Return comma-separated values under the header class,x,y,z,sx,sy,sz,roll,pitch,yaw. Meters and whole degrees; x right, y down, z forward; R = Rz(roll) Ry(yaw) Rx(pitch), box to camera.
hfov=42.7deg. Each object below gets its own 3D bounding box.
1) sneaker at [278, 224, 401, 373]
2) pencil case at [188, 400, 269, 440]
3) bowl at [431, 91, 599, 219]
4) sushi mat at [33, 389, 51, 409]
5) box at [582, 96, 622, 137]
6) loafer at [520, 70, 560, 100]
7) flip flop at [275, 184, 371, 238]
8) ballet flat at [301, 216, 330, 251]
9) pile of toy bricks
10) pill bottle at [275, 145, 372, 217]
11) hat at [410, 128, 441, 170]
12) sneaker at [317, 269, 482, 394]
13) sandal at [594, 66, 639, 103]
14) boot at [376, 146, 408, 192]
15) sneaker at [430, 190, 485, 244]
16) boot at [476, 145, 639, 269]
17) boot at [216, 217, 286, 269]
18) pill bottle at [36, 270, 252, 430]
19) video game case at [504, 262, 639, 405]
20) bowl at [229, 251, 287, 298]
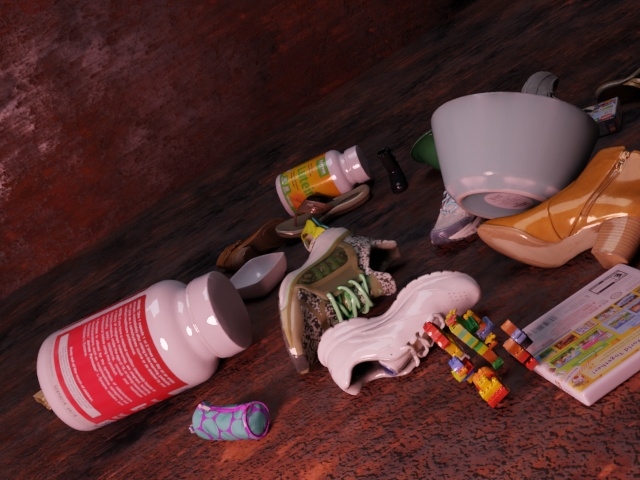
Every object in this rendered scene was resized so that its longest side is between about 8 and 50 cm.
class,x,y,z,sx,sy,sz,roll,pitch,yaw
sneaker,0.048,0.095,1.576,0.182,0.158,0.410,-6,32,26
pencil case,-0.158,0.312,1.421,0.152,0.070,0.064,-12,26,41
bowl,0.351,-0.137,1.531,0.312,0.312,0.163,-6,68,50
sushi mat,-0.588,0.318,2.111,0.317,0.019,0.151,-39,20,-24
box,0.561,-0.247,1.818,0.207,0.036,0.114,-18,23,31
loafer,0.494,-0.291,1.839,0.112,0.112,0.319,19,41,18
flip flop,0.002,-0.090,2.171,0.277,0.080,0.112,-26,23,3
ballet flat,0.000,0.000,1.990,0.077,0.077,0.231,-53,18,0
pile of toy bricks,0.220,0.143,1.194,0.118,0.105,0.212,-49,18,7
pill bottle,0.012,-0.168,2.269,0.246,0.136,0.136,-24,20,18
hat,0.331,-0.173,1.992,0.173,0.183,0.208,-22,-22,4
sneaker,0.143,0.160,1.354,0.297,0.111,0.129,-33,34,5
sandal,0.697,-0.338,1.807,0.180,0.072,0.049,-20,37,32
boot,0.184,-0.186,2.118,0.045,0.099,0.121,-26,19,16
sneaker,0.292,-0.096,1.702,0.110,0.122,0.283,-12,26,44
boot,0.427,-0.063,1.376,0.295,0.104,0.211,8,62,45
boot,-0.190,0.010,2.227,0.197,0.073,0.152,-40,17,-34
pill bottle,-0.358,0.222,1.699,0.408,0.229,0.229,-25,20,15
video game case,0.400,0.123,1.146,0.227,0.026,0.206,-32,19,-8
bowl,-0.152,0.093,1.986,0.142,0.053,0.142,-11,27,42
